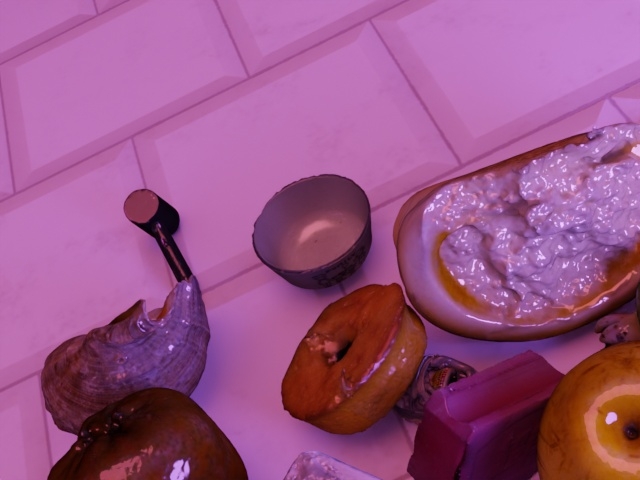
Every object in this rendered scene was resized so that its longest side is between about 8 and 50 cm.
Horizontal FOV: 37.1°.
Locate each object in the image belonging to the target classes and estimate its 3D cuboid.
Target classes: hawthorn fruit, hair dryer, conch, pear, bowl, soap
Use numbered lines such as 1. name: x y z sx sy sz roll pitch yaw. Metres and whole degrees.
1. hawthorn fruit: -0.229 0.373 1.353 0.268 0.301 0.268 -35 13 9
2. hair dryer: -0.271 0.019 1.773 0.070 0.114 0.248 -35 68 3
3. conch: -0.281 0.196 1.542 0.352 0.210 0.297 -24 17 47
4. pear: 0.397 0.255 1.165 0.281 0.280 0.280 -12 50 15
5. bowl: 0.000 0.000 1.640 0.211 0.112 0.211 -12 49 15
6. soap: 0.247 0.249 1.301 0.250 0.162 0.099 -17 36 -33

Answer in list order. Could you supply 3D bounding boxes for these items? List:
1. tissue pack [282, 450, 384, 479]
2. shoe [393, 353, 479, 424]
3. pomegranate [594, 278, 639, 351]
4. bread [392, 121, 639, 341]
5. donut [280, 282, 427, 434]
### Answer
1. tissue pack: 0.070 0.389 1.197 0.201 0.271 0.124 20 63 33
2. shoe: 0.171 0.219 1.407 0.180 0.092 0.089 5 56 27
3. pomegranate: 0.496 0.118 1.302 0.210 0.179 0.179 -52 45 21
4. bread: 0.308 -0.038 1.390 0.424 0.329 0.245 -20 41 3
5. donut: 0.049 0.174 1.433 0.253 0.118 0.253 -41 27 26
